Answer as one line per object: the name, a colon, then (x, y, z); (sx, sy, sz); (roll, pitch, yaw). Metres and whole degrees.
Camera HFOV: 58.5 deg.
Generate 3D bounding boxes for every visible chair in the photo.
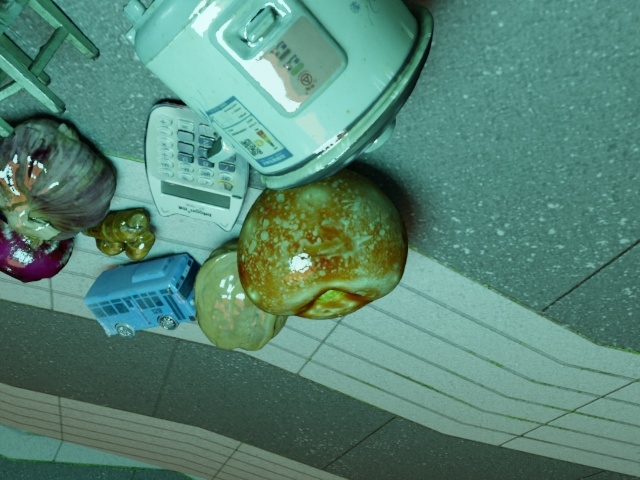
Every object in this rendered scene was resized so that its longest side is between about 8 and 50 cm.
chair: (-0.445, -0.282, 0.730); (0.136, 0.147, 0.270); (-12, 138, 28)

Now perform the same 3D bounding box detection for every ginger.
ginger: (-0.385, -0.011, 1.116); (0.162, 0.073, 0.103); (-1, 127, 26)

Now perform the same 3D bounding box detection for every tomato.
tomato: (0.000, 0.000, 0.906); (0.270, 0.223, 0.270); (-8, 160, -3)

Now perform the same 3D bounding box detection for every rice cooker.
rice cooker: (-0.032, -0.207, 0.619); (0.316, 0.264, 0.317); (-5, 117, -10)

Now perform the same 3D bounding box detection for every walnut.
walnut: (-0.148, 0.110, 1.105); (0.198, 0.198, 0.245); (13, 124, -1)

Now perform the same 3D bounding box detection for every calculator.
calculator: (-0.205, -0.123, 0.950); (0.177, 0.040, 0.268); (14, 141, -3)

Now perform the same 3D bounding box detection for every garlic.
garlic: (-0.480, -0.091, 0.965); (0.244, 0.161, 0.245); (8, 141, 6)

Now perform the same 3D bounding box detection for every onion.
onion: (-0.607, 0.024, 1.164); (0.173, 0.135, 0.198); (30, 140, -17)

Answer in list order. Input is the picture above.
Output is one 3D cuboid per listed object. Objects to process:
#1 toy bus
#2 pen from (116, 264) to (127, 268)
toy bus: (-0.357, 0.112, 1.194); (0.234, 0.116, 0.134); (-12, 123, 19)
pen: (-0.351, 0.085, 1.262); (0.204, 0.025, 0.025); (12, 142, -1)
